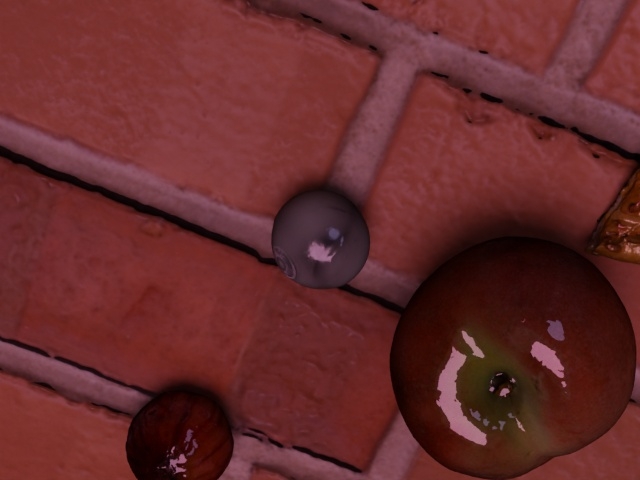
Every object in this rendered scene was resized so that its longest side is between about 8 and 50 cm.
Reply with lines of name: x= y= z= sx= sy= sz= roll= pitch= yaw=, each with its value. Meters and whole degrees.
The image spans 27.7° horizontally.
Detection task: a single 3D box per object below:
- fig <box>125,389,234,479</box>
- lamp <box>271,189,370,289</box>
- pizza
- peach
fig: x=-0.168 y=0.248 z=1.483 sx=0.128 sy=0.150 sz=0.128 roll=21 pitch=152 yaw=11
lamp: x=0.000 y=0.000 z=1.345 sx=0.105 sy=0.105 sz=0.105 roll=2 pitch=118 yaw=4
pizza: x=0.400 y=-0.039 z=1.313 sx=0.271 sy=0.056 sz=0.134 roll=-7 pitch=125 yaw=8
peach: x=0.192 y=0.113 z=1.313 sx=0.252 sy=0.252 sz=0.252 roll=2 pitch=118 yaw=4
